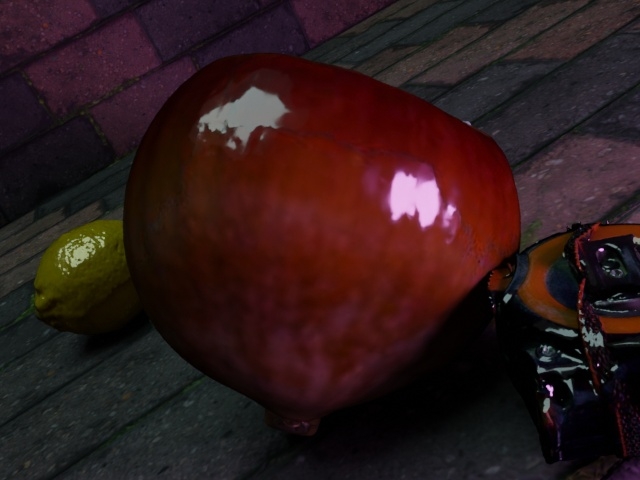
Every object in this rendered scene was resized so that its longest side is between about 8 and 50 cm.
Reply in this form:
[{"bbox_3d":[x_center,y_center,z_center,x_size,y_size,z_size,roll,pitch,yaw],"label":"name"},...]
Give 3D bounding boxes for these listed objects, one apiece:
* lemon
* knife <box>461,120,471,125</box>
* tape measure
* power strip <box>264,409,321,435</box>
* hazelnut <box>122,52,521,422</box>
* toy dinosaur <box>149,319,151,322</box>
[{"bbox_3d":[-0.410,0.067,1.189,0.260,0.204,0.204,-39,26,-32],"label":"lemon"},{"bbox_3d":[0.199,-0.203,1.300,0.222,0.031,0.064,-13,32,31],"label":"knife"},{"bbox_3d":[0.249,0.071,0.531,0.202,0.135,0.223,-12,31,9],"label":"tape measure"},{"bbox_3d":[-0.013,0.125,0.811,0.064,0.044,0.305,13,35,1],"label":"power strip"},{"bbox_3d":[0.000,-0.006,0.684,0.359,0.409,0.359,-160,90,-78],"label":"hazelnut"},{"bbox_3d":[-0.157,0.115,0.982,0.383,0.076,0.129,-7,20,25],"label":"toy dinosaur"}]
